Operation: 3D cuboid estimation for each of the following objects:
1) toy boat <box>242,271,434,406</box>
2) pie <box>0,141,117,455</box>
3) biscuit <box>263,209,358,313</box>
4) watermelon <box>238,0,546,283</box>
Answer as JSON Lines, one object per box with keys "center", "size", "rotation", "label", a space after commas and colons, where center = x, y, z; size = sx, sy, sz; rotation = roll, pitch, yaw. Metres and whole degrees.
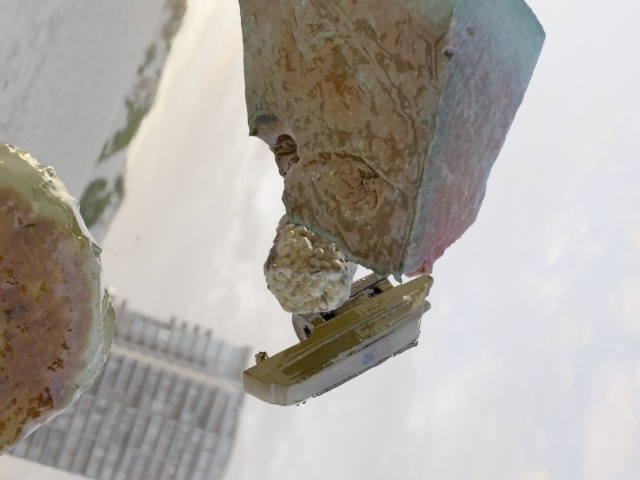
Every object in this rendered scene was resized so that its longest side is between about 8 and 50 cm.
{"center": [0.019, 0.095, 1.112], "size": [0.088, 0.226, 0.068], "rotation": [50, -26, 32], "label": "toy boat"}
{"center": [-0.322, 0.051, 0.847], "size": [0.092, 0.315, 0.315], "rotation": [-99, -148, -83], "label": "pie"}
{"center": [0.000, 0.000, 1.027], "size": [0.168, 0.082, 0.070], "rotation": [-72, 159, -53], "label": "biscuit"}
{"center": [0.045, -0.149, 0.916], "size": [0.264, 0.151, 0.302], "rotation": [25, -60, 40], "label": "watermelon"}
